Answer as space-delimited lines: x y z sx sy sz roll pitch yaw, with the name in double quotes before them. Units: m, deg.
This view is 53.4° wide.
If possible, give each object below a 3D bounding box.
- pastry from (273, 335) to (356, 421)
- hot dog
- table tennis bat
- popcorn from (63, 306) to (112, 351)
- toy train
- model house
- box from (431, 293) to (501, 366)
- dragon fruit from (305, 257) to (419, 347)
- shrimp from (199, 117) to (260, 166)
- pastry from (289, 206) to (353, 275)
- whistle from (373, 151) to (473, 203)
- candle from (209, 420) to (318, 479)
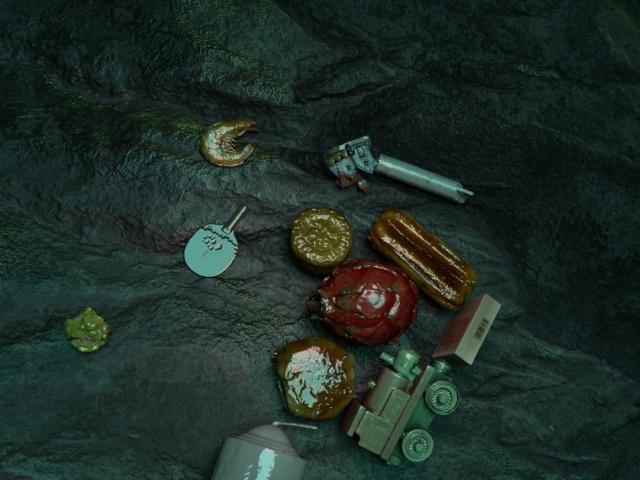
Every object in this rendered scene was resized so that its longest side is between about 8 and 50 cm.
"pastry" -0.022 0.349 1.635 0.229 0.100 0.218 38 70 -1
"hot dog" 0.285 0.055 1.804 0.348 0.117 0.158 39 64 3
"table tennis bat" -0.273 -0.004 1.733 0.131 0.022 0.234 36 70 0
"popcorn" -0.568 0.219 1.550 0.109 0.089 0.097 0 108 -5
"toy train" 0.205 0.414 1.622 0.221 0.150 0.304 29 86 -7
"model house" 0.097 -0.208 1.849 0.148 0.119 0.149 -24 87 -20
"box" 0.402 0.250 1.755 0.058 0.141 0.201 36 69 -6
"dragon fruit" 0.111 0.166 1.660 0.298 0.244 0.245 -7 74 -11
"shrimp" -0.252 -0.281 1.820 0.187 0.051 0.133 -28 100 -16
"pastry" 0.000 0.000 1.742 0.188 0.103 0.189 3 62 -7
"whistle" 0.310 -0.184 1.917 0.312 0.062 0.062 19 69 -7
"candle" -0.155 0.573 1.469 0.221 0.221 0.343 20 65 -7
